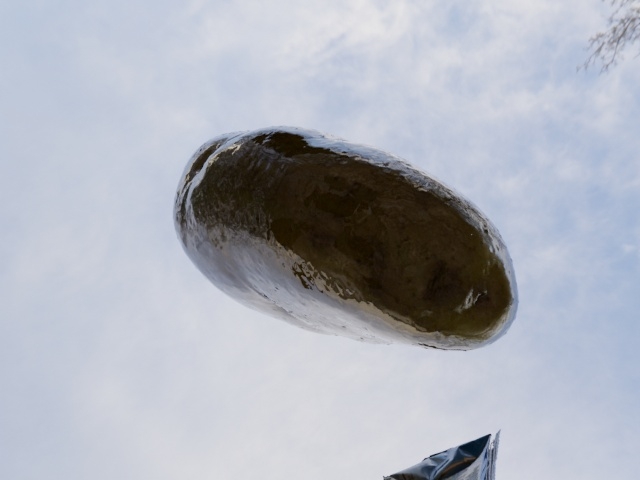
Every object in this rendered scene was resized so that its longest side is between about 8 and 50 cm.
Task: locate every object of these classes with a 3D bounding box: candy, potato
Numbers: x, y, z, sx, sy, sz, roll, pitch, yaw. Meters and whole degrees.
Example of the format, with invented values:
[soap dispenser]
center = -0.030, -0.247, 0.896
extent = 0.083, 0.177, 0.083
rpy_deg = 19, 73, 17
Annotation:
[candy]
center = 0.115, 0.234, 0.653
extent = 0.136, 0.088, 0.038
rpy_deg = -17, -138, -13
[potato]
center = 0.000, 0.000, 0.533
extent = 0.177, 0.369, 0.195
rpy_deg = -20, -74, -25
